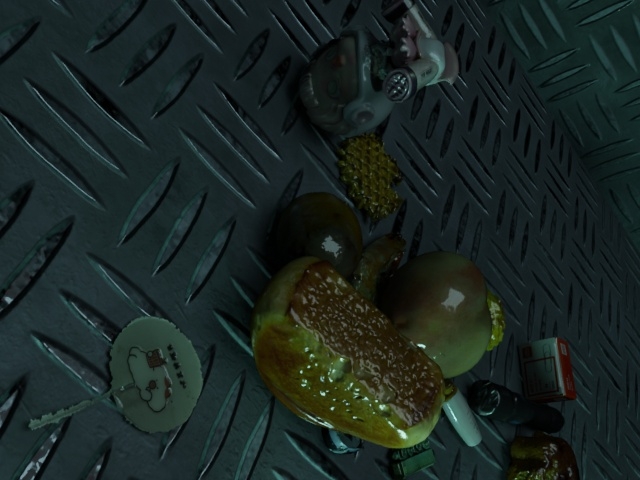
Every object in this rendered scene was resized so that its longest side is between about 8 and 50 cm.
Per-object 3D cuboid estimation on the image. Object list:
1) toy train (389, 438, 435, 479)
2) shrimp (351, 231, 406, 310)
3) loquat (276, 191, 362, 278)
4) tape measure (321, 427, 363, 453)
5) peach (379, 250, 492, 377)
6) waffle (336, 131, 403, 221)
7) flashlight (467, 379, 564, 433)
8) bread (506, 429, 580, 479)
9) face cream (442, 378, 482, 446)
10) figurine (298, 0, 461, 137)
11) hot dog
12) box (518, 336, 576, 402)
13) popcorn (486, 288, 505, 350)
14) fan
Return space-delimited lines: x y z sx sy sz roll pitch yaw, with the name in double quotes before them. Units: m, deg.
"toy train" 0.206 0.484 1.541 0.147 0.038 0.071 0 76 -50
"shrimp" 0.150 0.068 1.654 0.294 0.062 0.154 -44 120 -47
"loquat" 0.000 0.000 1.401 0.179 0.179 0.227 41 27 -30
"tape measure" 0.044 0.385 1.381 0.094 0.054 0.091 33 44 -39
"peach" 0.258 0.171 1.554 0.292 0.247 0.292 -33 131 -48
"waffle" 0.131 -0.168 1.742 0.228 0.051 0.232 -33 99 -48
"flashlight" 0.557 0.471 1.915 0.423 0.103 0.103 25 56 -41
"bread" 0.597 0.646 1.852 0.232 0.135 0.247 1 78 -37
"face cream" 0.345 0.429 1.719 0.182 0.051 0.072 59 40 -13
"figurine" 0.113 -0.362 1.565 0.211 0.361 0.253 36 53 -36
"hot dog" 0.028 0.227 1.291 0.405 0.223 0.185 43 46 -9
"box" 0.675 0.393 2.060 0.099 0.133 0.182 23 58 -41
"popcorn" 0.379 0.203 1.768 0.155 0.197 0.198 -44 108 -33
"fan" -0.307 0.229 1.070 0.329 0.009 0.191 -18 89 -54
